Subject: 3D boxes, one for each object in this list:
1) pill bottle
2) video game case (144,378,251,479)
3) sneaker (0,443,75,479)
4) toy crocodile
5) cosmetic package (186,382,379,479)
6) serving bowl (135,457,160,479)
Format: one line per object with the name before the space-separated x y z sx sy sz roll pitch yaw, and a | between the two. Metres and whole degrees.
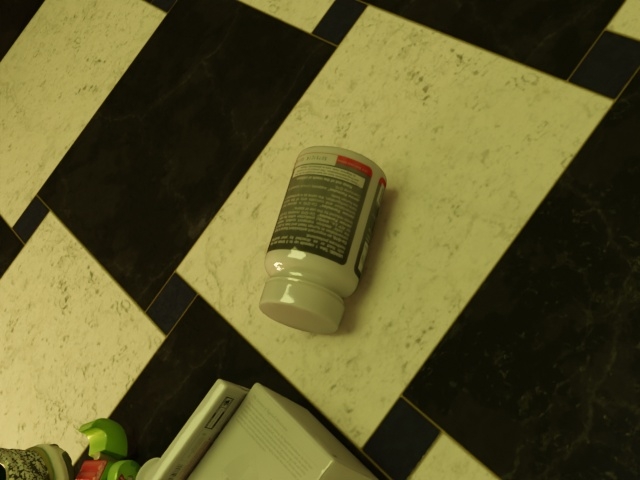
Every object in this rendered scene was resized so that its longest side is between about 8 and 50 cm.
pill bottle | 0.000 0.000 1.726 0.161 0.161 0.283 -2 62 42
video game case | -0.172 0.330 1.636 0.026 0.206 0.227 36 90 29
sneaker | -0.495 0.502 1.699 0.158 0.182 0.410 -43 47 17
toy crocodile | -0.402 0.482 1.819 0.115 0.105 0.340 -11 57 38
cosmetic package | -0.065 0.376 1.555 0.224 0.138 0.224 -55 42 1
serving bowl | -0.287 0.423 1.810 0.083 0.027 0.083 -22 51 31
